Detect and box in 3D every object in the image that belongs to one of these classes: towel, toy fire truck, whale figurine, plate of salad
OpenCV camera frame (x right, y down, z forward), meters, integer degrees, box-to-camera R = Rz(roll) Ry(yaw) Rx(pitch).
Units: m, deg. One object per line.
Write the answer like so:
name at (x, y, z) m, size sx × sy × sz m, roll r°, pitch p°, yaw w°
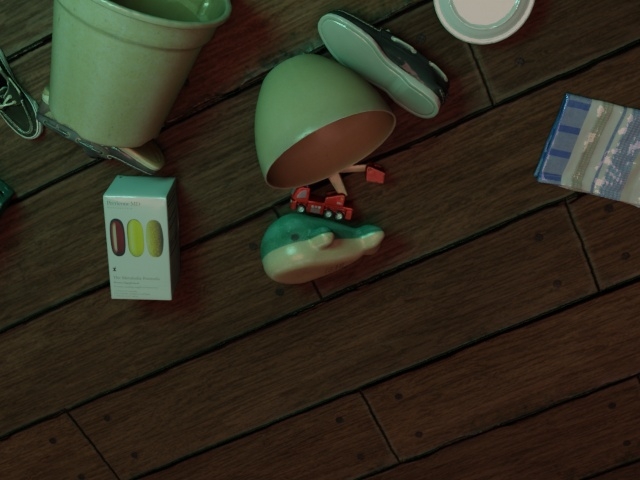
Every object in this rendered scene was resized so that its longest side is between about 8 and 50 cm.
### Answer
towel at (0.630, -0.189, 1.646) m, size 0.285 × 0.034 × 0.209 m, roll 13°, pitch 113°, yaw -6°
toy fire truck at (0.036, -0.117, 1.666) m, size 0.192 × 0.047 × 0.135 m, roll 10°, pitch 114°, yaw -4°
whale figurine at (0.000, 0.000, 1.669) m, size 0.272 × 0.216 × 0.141 m, roll -14°, pitch 72°, yaw -7°
plate of salad at (0.324, -0.491, 1.499) m, size 0.200 × 0.048 × 0.200 m, roll 2°, pitch 108°, yaw 7°

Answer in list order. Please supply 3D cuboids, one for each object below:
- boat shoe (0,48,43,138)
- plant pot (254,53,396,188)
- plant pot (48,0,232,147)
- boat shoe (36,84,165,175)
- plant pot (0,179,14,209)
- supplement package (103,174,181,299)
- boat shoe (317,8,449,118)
boat shoe at (-0.655, -0.302, 1.564) m, size 0.078 × 0.070 × 0.219 m, roll -23°, pitch 113°, yaw 10°
plant pot at (-0.018, -0.255, 1.510) m, size 0.284 × 0.284 × 0.191 m, roll -29°, pitch 75°, yaw 12°
plant pot at (-0.374, -0.359, 1.431) m, size 0.334 × 0.334 × 0.305 m, roll 21°, pitch 124°, yaw -10°
boat shoe at (-0.462, -0.217, 1.592) m, size 0.285 × 0.103 × 0.092 m, roll 32°, pitch 116°, yaw -10°
plant pot at (-0.790, -0.048, 1.633) m, size 0.234 × 0.165 × 0.166 m, roll -41°, pitch 108°, yaw 8°
supplement package at (-0.388, -0.007, 1.665) m, size 0.139 × 0.134 × 0.244 m, roll 1°, pitch 114°, yaw -1°
boat shoe at (0.131, -0.370, 1.532) m, size 0.302 × 0.091 × 0.114 m, roll 38°, pitch 153°, yaw -17°
